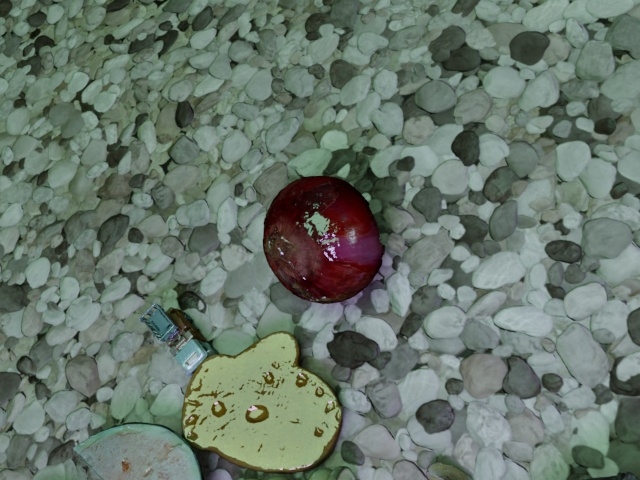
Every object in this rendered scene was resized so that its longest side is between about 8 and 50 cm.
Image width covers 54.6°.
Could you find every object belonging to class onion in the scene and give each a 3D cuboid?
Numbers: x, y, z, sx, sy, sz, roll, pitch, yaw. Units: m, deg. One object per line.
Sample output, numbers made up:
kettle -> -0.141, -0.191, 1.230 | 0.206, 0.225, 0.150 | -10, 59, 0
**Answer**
onion -> 0.000, 0.000, 1.297 | 0.276, 0.276, 0.276 | -7, 66, 17

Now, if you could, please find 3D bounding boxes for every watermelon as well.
watermelon -> -0.358, 0.490, 1.261 | 0.305, 0.180, 0.223 | 26, 101, 32

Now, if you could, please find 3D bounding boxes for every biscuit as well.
biscuit -> -0.118, 0.331, 1.303 | 0.344, 0.057, 0.287 | 8, 70, 13

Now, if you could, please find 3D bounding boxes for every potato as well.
potato -> 0.241, 0.447, 1.160 | 0.093, 0.036, 0.037 | 24, 40, 8

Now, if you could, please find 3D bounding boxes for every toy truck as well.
toy truck -> -0.315, 0.227, 1.401 | 0.080, 0.115, 0.178 | -47, 63, -3

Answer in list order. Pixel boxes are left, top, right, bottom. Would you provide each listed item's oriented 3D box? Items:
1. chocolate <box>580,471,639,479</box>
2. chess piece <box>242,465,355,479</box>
chocolate -> 0.392, 0.511, 0.956 | 0.213, 0.303, 0.303 | -16, 63, 34
chess piece -> -0.065, 0.511, 1.192 | 0.251, 0.144, 0.144 | -9, 66, 23
